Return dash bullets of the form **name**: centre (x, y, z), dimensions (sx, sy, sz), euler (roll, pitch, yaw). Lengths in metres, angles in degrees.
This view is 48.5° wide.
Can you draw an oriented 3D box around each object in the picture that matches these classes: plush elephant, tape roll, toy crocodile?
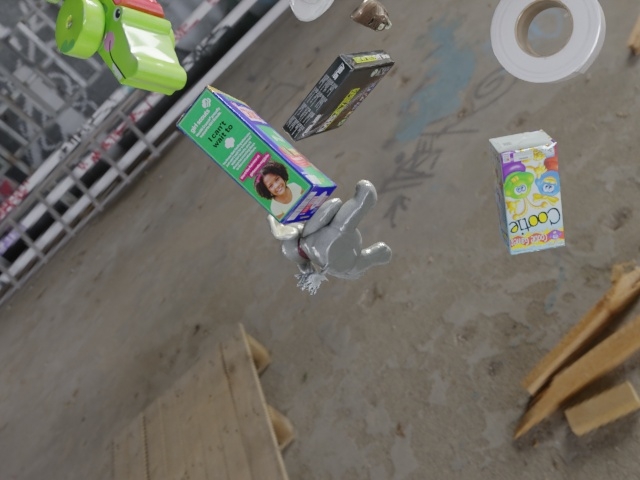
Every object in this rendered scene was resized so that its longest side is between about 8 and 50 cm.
- **plush elephant**: centre (0.000, 0.000, 1.993), dimensions (0.330, 0.272, 0.255), euler (-40, 37, -21)
- **tape roll**: centre (0.540, -0.496, 1.680), dimensions (0.246, 0.246, 0.169), euler (-30, -4, 27)
- **toy crocodile**: centre (-0.241, -0.277, 0.804), dimensions (0.105, 0.115, 0.340), euler (-56, 49, 25)

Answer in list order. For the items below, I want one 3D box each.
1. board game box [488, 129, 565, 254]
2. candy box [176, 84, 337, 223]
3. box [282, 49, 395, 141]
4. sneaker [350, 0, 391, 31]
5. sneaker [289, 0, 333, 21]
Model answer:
- **board game box**: centre (0.531, -0.125, 1.827), dimensions (0.142, 0.275, 0.144), euler (-10, 22, 6)
- **candy box**: centre (-0.134, -0.186, 1.593), dimensions (0.122, 0.317, 0.268), euler (-50, -6, 10)
- **box**: centre (0.037, -0.280, 1.362), dimensions (0.191, 0.045, 0.184), euler (-46, -7, 33)
- **sneaker**: centre (0.135, -0.558, 1.769), dimensions (0.066, 0.071, 0.188), euler (-42, 0, 29)
- **sneaker**: centre (-0.035, -0.520, 1.330), dimensions (0.152, 0.114, 0.305), euler (-45, -12, -25)
